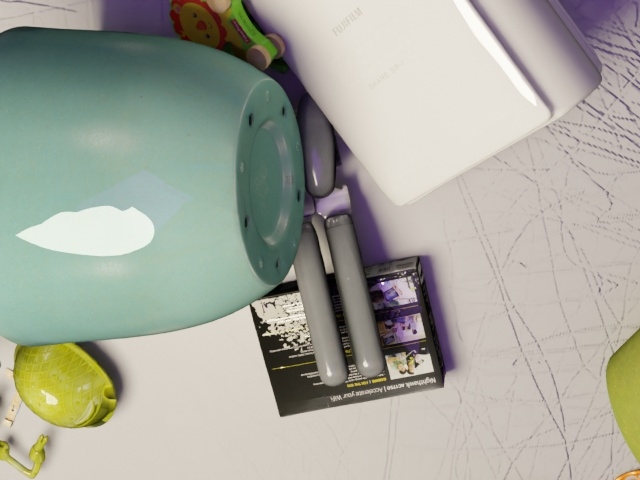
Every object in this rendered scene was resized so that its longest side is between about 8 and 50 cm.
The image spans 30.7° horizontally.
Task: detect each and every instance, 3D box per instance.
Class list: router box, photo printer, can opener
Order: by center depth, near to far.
[{"bbox_3d":[0.066,-0.202,1.017,0.307,0.107,0.256,54,146,-4],"label":"photo printer"},{"bbox_3d":[0.000,0.000,1.127,0.074,0.093,0.280,-13,85,1],"label":"can opener"},{"bbox_3d":[0.028,0.100,1.198,0.179,0.046,0.133,-11,103,11],"label":"router box"}]

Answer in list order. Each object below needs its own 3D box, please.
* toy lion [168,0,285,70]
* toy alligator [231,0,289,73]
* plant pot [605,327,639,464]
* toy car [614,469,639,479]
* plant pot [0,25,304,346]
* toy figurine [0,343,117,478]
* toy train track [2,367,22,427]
[{"bbox_3d":[-0.093,-0.193,1.074,0.096,0.034,0.100,-21,110,49],"label":"toy lion"},{"bbox_3d":[-0.064,-0.192,1.134,0.189,0.056,0.051,35,152,-9],"label":"toy alligator"},{"bbox_3d":[0.420,0.110,1.054,0.293,0.275,0.275,-28,100,30],"label":"plant pot"},{"bbox_3d":[0.367,0.269,1.198,0.122,0.040,0.060,-4,105,10],"label":"toy car"},{"bbox_3d":[-0.149,-0.048,1.038,0.235,0.293,0.293,1,105,17],"label":"plant pot"},{"bbox_3d":[-0.402,0.114,1.165,0.362,0.217,0.191,45,104,-1],"label":"toy figurine"},{"bbox_3d":[-0.335,0.172,1.287,0.048,0.014,0.083,25,108,1],"label":"toy train track"}]
